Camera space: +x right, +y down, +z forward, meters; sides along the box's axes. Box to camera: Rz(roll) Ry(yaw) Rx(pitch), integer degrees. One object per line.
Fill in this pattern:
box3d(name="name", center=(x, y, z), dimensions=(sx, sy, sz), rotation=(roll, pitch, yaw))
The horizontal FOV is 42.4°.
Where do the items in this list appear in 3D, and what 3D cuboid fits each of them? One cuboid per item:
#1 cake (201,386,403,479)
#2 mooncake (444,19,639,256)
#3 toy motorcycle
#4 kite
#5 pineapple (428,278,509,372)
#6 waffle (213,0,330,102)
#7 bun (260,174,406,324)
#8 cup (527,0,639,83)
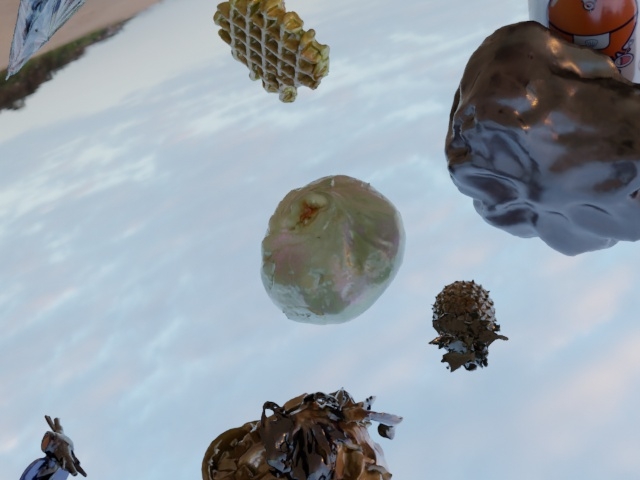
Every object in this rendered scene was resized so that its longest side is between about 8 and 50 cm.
box3d(name="cake", center=(-0.030, 0.362, 1.313), dimensions=(0.332, 0.321, 0.332), rotation=(11, -157, -5))
box3d(name="mooncake", center=(0.384, -0.138, 1.315), dimensions=(0.381, 0.350, 0.212), rotation=(16, -119, 18))
box3d(name="toy motorcycle", center=(-0.370, 0.418, 1.272), dimensions=(0.358, 0.213, 0.125), rotation=(16, 174, 26))
box3d(name="kite", center=(-0.287, -0.322, 0.941), dimensions=(0.314, 0.011, 0.335), rotation=(-66, -172, -6))
box3d(name="pineapple", center=(0.236, 0.142, 1.330), dimensions=(0.125, 0.125, 0.251), rotation=(-18, -171, 13))
box3d(name="waffle", center=(-0.076, -0.333, 1.443), dimensions=(0.253, 0.249, 0.056), rotation=(21, -115, 40))
box3d(name="bun", center=(0.000, 0.000, 1.492), dimensions=(0.293, 0.187, 0.293), rotation=(-16, -122, 28))
box3d(name="cup", center=(0.439, -0.383, 1.319), dimensions=(0.212, 0.317, 0.212), rotation=(-9, -138, 8))
